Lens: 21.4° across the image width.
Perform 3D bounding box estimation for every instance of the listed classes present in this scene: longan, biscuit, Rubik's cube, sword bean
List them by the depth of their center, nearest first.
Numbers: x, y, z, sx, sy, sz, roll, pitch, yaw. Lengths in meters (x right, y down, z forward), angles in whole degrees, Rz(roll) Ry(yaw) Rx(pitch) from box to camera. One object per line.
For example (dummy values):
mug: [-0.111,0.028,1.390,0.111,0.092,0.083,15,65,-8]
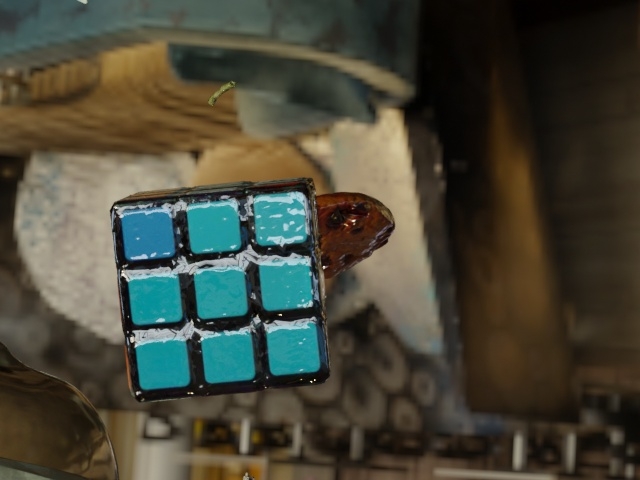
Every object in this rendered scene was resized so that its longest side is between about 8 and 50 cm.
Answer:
Rubik's cube: [-0.077,0.035,1.378,0.162,0.160,0.163,-6,-176,1]
longan: [-0.387,0.256,1.854,0.350,0.288,0.288,34,173,3]
sword bean: [-0.114,-0.170,1.944,0.012,0.012,0.083,6,169,-20]
biscuit: [0.000,0.000,2.039,0.192,0.049,0.192,-19,157,-9]

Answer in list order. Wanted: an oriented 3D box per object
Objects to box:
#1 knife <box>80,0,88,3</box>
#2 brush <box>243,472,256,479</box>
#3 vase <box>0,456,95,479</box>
knife: [-0.358,-0.376,2.050,0.035,0.260,0.063,-27,165,-32]
brush: [-0.082,0.392,1.777,0.017,0.314,0.090,3,-149,-1]
vase: [-0.309,0.238,1.617,0.214,0.086,0.086,26,165,-20]
